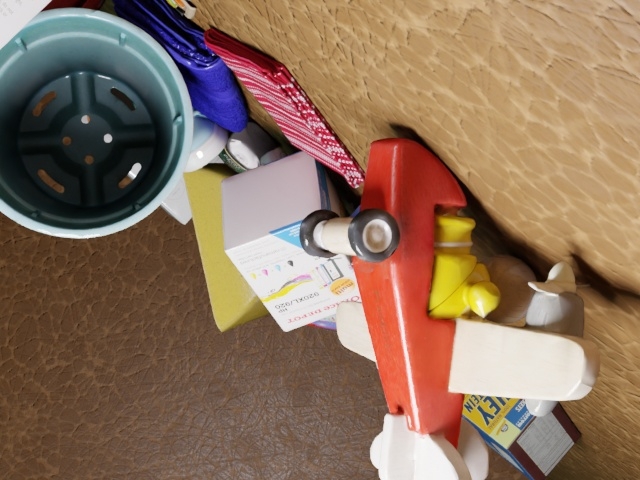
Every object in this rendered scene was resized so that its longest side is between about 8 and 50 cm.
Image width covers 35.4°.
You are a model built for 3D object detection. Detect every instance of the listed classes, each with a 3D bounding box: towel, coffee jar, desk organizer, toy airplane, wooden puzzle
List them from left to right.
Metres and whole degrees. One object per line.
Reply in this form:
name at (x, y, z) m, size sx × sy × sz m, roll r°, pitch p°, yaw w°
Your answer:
desk organizer at (-0.385, -0.268, 1.984) m, size 0.130 × 0.050 × 0.047 m, roll 55°, pitch -162°, yaw -38°
wooden puzzle at (-0.212, -0.352, 1.456) m, size 0.078 × 0.014 × 0.116 m, roll 42°, pitch 173°, yaw -2°
towel at (-0.231, -0.294, 1.660) m, size 0.227 × 0.076 × 0.308 m, roll 41°, pitch 173°, yaw 12°
coffee jar at (-0.141, -0.173, 1.892) m, size 0.096 × 0.079 × 0.184 m, roll 43°, pitch 173°, yaw -10°
towel at (-0.053, -0.193, 1.480) m, size 0.199 × 0.031 × 0.275 m, roll 36°, pitch 171°, yaw 45°
toy airplane at (0.156, 0.110, 1.201) m, size 0.386 × 0.272 × 0.384 m, roll 53°, pitch 148°, yaw 32°

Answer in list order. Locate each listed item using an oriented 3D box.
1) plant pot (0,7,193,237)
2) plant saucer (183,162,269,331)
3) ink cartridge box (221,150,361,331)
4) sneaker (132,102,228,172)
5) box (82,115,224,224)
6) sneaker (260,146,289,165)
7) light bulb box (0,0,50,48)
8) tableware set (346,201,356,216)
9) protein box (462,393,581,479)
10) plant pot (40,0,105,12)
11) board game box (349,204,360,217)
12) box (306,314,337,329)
plant pot at (-0.387, -0.177, 1.641) m, size 0.341 × 0.341 × 0.334 m, roll 43°, pitch 174°, yaw -8°
plant saucer at (-0.143, -0.004, 2.036) m, size 0.333 × 0.081 × 0.333 m, roll -13°, pitch -89°, yaw -71°
ink cartridge box at (-0.039, 0.003, 1.666) m, size 0.233 × 0.171 × 0.168 m, roll 58°, pitch -163°, yaw -44°
sneaker at (-0.293, -0.252, 1.872) m, size 0.150 × 0.135 × 0.366 m, roll 46°, pitch -179°, yaw -38°
box at (-0.364, -0.233, 2.193) m, size 0.345 × 0.215 × 0.168 m, roll 45°, pitch 173°, yaw -19°
sneaker at (-0.032, -0.078, 1.860) m, size 0.118 × 0.110 × 0.292 m, roll 57°, pitch 180°, yaw 26°
light bulb box at (-0.531, -0.425, 1.336) m, size 0.358 × 0.361 × 0.225 m, roll 37°, pitch 170°, yaw 35°
tableware set at (0.000, -0.020, 1.812) m, size 0.104 × 0.154 × 0.024 m, roll 62°, pitch -168°, yaw -66°
protein box at (0.372, 0.343, 1.980) m, size 0.200 × 0.136 × 0.201 m, roll 36°, pitch 171°, yaw 43°
plant pot at (-0.453, -0.423, 1.654) m, size 0.174 × 0.191 × 0.191 m, roll 38°, pitch 175°, yaw -24°
board game box at (0.141, 0.037, 1.697) m, size 0.194 × 0.060 × 0.194 m, roll 40°, pitch 174°, yaw 17°
box at (0.060, 0.124, 1.980) m, size 0.293 × 0.057 × 0.201 m, roll 7°, pitch 157°, yaw 8°
